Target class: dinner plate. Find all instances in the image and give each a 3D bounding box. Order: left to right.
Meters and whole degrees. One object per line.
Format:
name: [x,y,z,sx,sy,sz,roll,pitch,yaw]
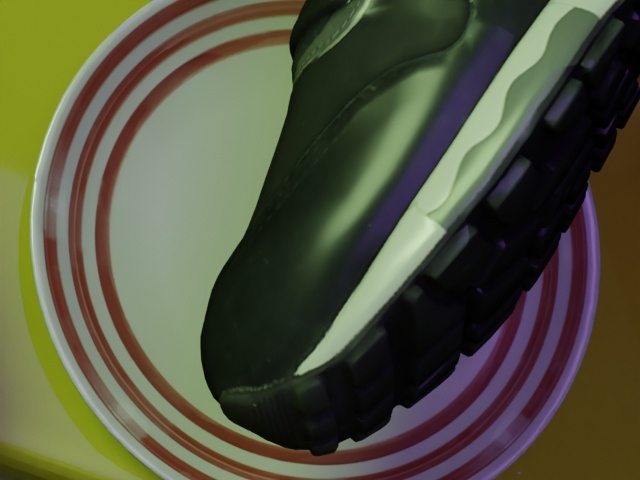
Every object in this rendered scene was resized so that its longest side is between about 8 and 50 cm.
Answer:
dinner plate: [0.000,0.000,0.408,0.141,0.017,0.141,4,75,-15]

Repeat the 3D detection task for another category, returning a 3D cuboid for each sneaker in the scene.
sneaker: [0.032,-0.089,0.389,0.124,0.107,0.283,29,74,13]
